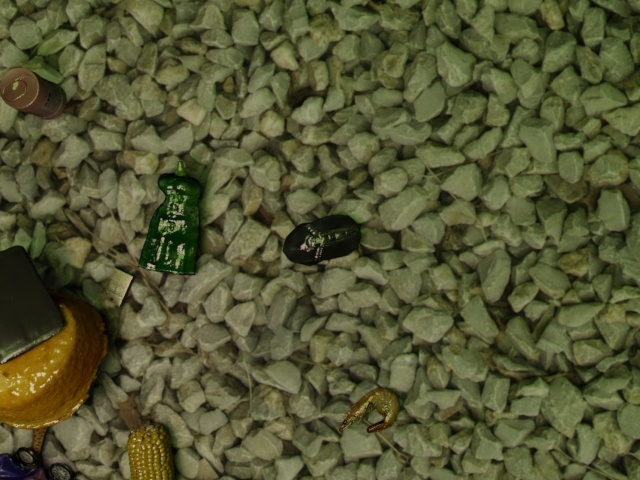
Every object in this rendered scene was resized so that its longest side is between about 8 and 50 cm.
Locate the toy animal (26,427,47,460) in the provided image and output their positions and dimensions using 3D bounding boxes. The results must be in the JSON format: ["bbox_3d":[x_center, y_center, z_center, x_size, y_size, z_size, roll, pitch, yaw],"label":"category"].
[{"bbox_3d":[-0.699,0.405,1.850,0.149,0.054,0.275,-13,89,8],"label":"toy animal"}]

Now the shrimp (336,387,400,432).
[{"bbox_3d":[0.117,0.416,1.775,0.162,0.045,0.095,-38,106,-1],"label":"shrimp"}]

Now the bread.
[{"bbox_3d":[-0.691,0.249,1.741,0.358,0.204,0.336,13,63,13],"label":"bread"}]

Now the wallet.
[{"bbox_3d":[-0.689,0.141,1.661,0.169,0.052,0.245,-30,70,-16],"label":"wallet"}]

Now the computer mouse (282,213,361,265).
[{"bbox_3d":[0.000,0.000,1.775,0.192,0.062,0.105,-15,88,7],"label":"computer mouse"}]

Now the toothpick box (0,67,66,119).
[{"bbox_3d":[-0.692,-0.352,1.810,0.099,0.149,0.098,0,89,6],"label":"toothpick box"}]

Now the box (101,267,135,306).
[{"bbox_3d":[-0.498,0.114,1.845,0.053,0.024,0.083,24,90,6],"label":"box"}]

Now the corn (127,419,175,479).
[{"bbox_3d":[-0.396,0.589,1.788,0.106,0.106,0.305,-8,89,6],"label":"corn"}]

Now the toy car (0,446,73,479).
[{"bbox_3d":[-0.702,0.619,1.770,0.235,0.158,0.172,34,99,-20],"label":"toy car"}]

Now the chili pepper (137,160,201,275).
[{"bbox_3d":[-0.349,-0.056,1.795,0.136,0.099,0.270,12,95,15],"label":"chili pepper"}]
